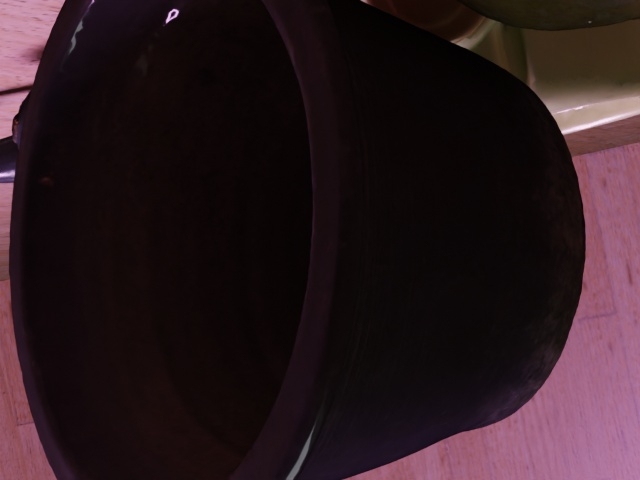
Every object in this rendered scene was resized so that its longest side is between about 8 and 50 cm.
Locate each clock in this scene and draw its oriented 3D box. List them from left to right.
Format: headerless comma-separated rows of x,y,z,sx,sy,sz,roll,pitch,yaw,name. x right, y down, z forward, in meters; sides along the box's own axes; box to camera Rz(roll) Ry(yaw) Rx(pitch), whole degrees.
0.072,-0.092,0.862,0.308,0.096,0.235,-14,176,39,clock

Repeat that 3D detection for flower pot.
0.000,0.000,0.695,0.148,0.235,0.235,3,170,-33,flower pot

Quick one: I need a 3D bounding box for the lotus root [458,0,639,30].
0.103,-0.114,0.645,0.183,0.077,0.090,-13,177,24,lotus root

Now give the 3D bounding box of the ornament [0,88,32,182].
-0.194,-0.041,1.015,0.236,0.080,0.202,-11,-178,4,ornament
